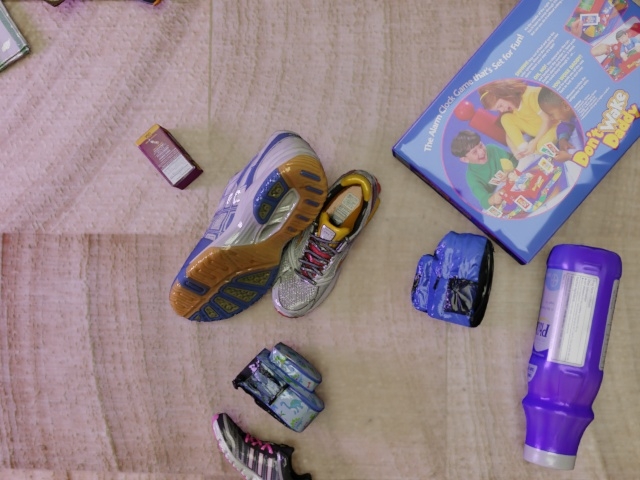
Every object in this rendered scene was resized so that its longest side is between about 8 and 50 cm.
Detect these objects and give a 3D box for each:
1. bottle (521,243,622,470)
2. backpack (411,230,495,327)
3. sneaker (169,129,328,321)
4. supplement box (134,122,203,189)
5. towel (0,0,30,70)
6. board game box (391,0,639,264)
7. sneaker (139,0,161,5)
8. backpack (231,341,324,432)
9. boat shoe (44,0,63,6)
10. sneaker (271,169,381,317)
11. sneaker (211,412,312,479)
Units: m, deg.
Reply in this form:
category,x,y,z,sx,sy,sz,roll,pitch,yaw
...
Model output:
category,x,y,z,sx,sy,sz,roll,pitch,yaw
bottle,0.317,0.148,1.272,0.092,0.118,0.283,11,89,5
backpack,0.176,0.047,1.300,0.101,0.098,0.120,14,90,10
sneaker,-0.099,-0.017,1.338,0.112,0.131,0.296,31,113,-31
supplement box,-0.208,-0.115,1.366,0.043,0.055,0.083,-41,85,2
towel,-0.503,-0.278,1.423,0.152,0.023,0.113,-33,82,5
board game box,0.295,-0.173,1.308,0.233,0.078,0.347,42,92,6
sneaker,-0.209,-0.423,1.375,0.083,0.084,0.215,35,95,-7
backpack,-0.045,0.193,1.311,0.114,0.105,0.084,44,93,3
boat shoe,-0.297,-0.467,1.338,0.122,0.120,0.324,31,91,-36
sneaker,0.000,0.000,1.322,0.088,0.093,0.225,29,92,5
sneaker,-0.075,0.289,1.332,0.075,0.063,0.170,-41,89,3
